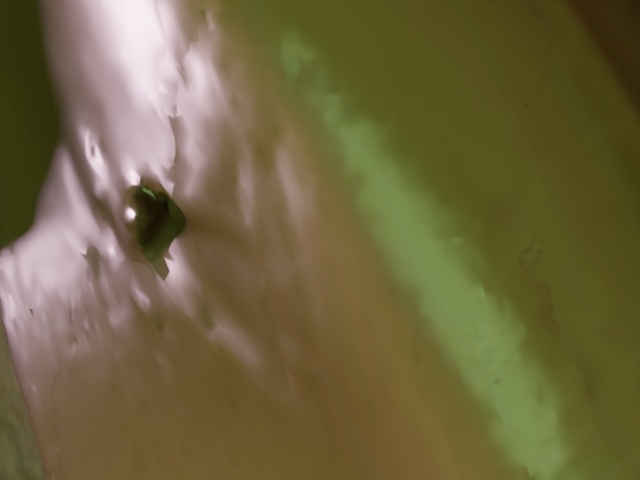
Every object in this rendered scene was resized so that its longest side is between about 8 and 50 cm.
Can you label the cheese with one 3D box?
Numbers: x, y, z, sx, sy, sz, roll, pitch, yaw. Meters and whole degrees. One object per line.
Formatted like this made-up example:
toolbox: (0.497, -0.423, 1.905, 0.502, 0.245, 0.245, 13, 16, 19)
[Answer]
cheese: (0.000, 0.000, 0.460, 0.259, 0.128, 0.315, -27, 80, 50)
